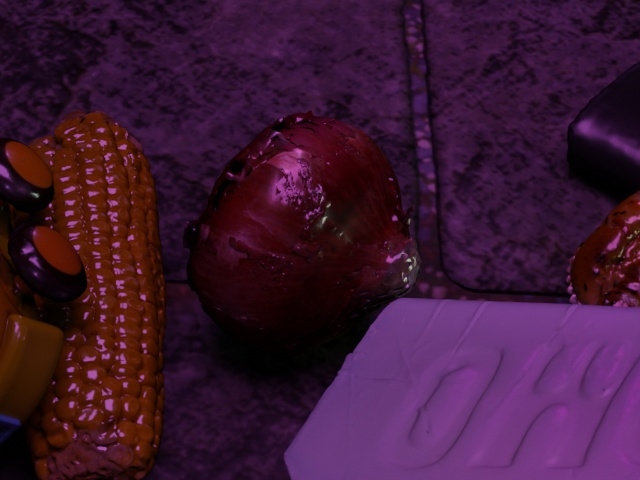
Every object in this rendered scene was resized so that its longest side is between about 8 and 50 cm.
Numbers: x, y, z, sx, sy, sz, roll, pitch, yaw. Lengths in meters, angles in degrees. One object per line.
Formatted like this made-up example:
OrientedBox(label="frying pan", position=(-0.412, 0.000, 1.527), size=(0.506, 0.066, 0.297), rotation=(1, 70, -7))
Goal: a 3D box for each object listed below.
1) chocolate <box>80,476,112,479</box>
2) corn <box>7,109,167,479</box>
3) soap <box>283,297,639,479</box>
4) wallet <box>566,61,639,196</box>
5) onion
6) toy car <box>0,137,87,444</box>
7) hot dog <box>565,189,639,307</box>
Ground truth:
OrientedBox(label="chocolate", position=(-0.199, 0.184, 1.144), size=(0.133, 0.124, 0.127), rotation=(8, 49, 41))
OrientedBox(label="corn", position=(-0.163, 0.035, 1.284), size=(0.119, 0.119, 0.322), rotation=(-3, 48, -10))
OrientedBox(label="soap", position=(0.165, 0.140, 1.130), size=(0.347, 0.115, 0.208), rotation=(2, 40, 35))
OrientedBox(label="wallet", position=(0.418, -0.039, 1.458), size=(0.406, 0.062, 0.228), rotation=(32, 52, 22))
OrientedBox(label="onion", position=(0.000, 0.000, 1.292), size=(0.147, 0.184, 0.184), rotation=(17, 45, 32))
OrientedBox(label="toy car", position=(-0.273, 0.026, 1.202), size=(0.142, 0.200, 0.248), rotation=(24, 29, -43))
OrientedBox(label="hot dog", position=(0.291, -0.003, 1.360), size=(0.253, 0.069, 0.131), rotation=(-37, 62, -10))
